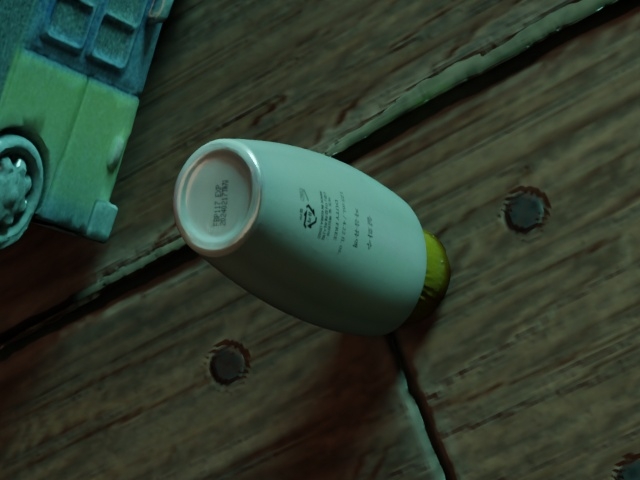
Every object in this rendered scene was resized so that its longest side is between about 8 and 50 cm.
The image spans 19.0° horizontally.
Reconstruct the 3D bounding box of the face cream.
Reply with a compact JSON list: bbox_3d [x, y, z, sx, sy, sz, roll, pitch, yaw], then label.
[{"bbox_3d":[0.000,0.000,0.816,0.051,0.182,0.072,-4,78,26],"label":"face cream"}]

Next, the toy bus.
[{"bbox_3d":[-0.205,-0.111,0.868,0.152,0.312,0.190,18,88,29],"label":"toy bus"}]
